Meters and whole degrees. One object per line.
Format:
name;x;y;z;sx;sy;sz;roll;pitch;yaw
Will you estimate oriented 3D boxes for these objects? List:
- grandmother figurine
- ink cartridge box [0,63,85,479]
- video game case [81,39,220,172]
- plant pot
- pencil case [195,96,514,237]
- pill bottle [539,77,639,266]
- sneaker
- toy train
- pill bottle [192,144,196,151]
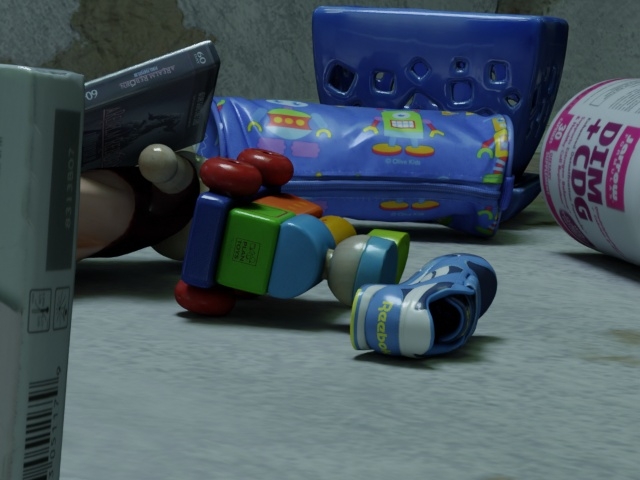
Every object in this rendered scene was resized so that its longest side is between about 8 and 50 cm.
grandmother figurine;-0.171;-0.015;1.370;0.208;0.104;0.342;-10;-3;34
ink cartridge box;-0.206;0.023;0.695;0.232;0.189;0.066;4;3;12
video game case;-0.210;-0.064;1.377;0.274;0.026;0.196;-20;-10;-11
plant pot;0.124;-0.132;1.920;0.236;0.212;0.236;5;8;13
pencil case;0.031;-0.065;1.725;0.306;0.119;0.133;2;26;-10
pill bottle;0.303;-0.049;1.546;0.160;0.160;0.283;1;7;-15
sneaker;0.078;0.044;1.173;0.059;0.053;0.144;7;17;35
toy train;0.000;0.000;1.330;0.143;0.105;0.248;15;10;12
pill bottle;-0.094;-0.140;2.416;0.137;0.078;0.078;-1;8;-30
